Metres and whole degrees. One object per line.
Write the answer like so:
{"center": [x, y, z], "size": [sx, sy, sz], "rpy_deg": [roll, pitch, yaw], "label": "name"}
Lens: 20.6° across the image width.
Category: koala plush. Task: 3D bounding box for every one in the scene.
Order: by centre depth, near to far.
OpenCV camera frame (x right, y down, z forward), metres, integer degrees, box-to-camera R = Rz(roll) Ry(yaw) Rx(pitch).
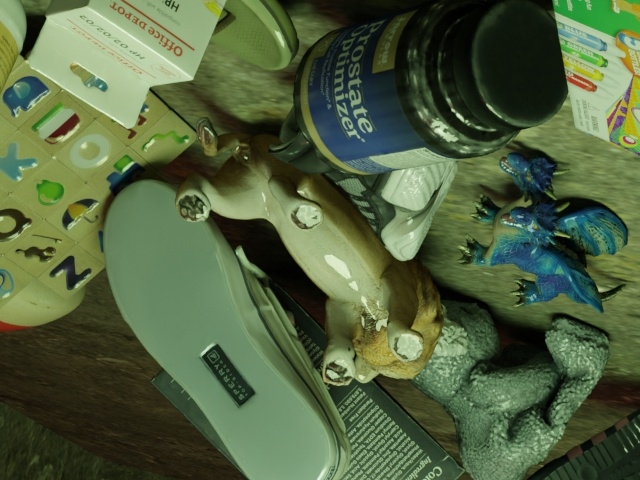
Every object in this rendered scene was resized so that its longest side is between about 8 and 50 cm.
{"center": [0.169, 0.147, 1.974], "size": [0.221, 0.203, 0.196], "rpy_deg": [35, 160, -5], "label": "koala plush"}

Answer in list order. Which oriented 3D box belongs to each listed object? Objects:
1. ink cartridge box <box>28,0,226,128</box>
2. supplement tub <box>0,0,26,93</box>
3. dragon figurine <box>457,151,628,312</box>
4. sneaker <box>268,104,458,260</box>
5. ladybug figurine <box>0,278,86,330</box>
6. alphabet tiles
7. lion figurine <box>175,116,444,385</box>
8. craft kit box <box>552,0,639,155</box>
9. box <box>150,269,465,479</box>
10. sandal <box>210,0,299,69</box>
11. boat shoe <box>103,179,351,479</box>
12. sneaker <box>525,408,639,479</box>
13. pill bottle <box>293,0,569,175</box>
{"center": [-0.127, -0.184, 1.281], "size": [0.104, 0.181, 0.061], "rpy_deg": [32, 160, -33], "label": "ink cartridge box"}
{"center": [-0.384, -0.144, 1.473], "size": [0.228, 0.316, 0.228], "rpy_deg": [19, 163, 6], "label": "supplement tub"}
{"center": [0.229, 0.014, 1.632], "size": [0.144, 0.085, 0.289], "rpy_deg": [1, 153, 48], "label": "dragon figurine"}
{"center": [0.039, -0.073, 1.587], "size": [0.153, 0.101, 0.268], "rpy_deg": [27, 166, 8], "label": "sneaker"}
{"center": [-0.433, -0.037, 1.917], "size": [0.449, 0.162, 0.305], "rpy_deg": [43, -164, -40], "label": "ladybug figurine"}
{"center": [-0.287, -0.067, 1.738], "size": [0.342, 0.285, 0.011], "rpy_deg": [42, -170, -50], "label": "alphabet tiles"}
{"center": [0.000, 0.000, 1.736], "size": [0.142, 0.240, 0.392], "rpy_deg": [-27, 111, 15], "label": "lion figurine"}
{"center": [0.270, -0.097, 1.108], "size": [0.246, 0.061, 0.250], "rpy_deg": [23, 165, 21], "label": "craft kit box"}
{"center": [-0.017, 0.204, 2.037], "size": [0.312, 0.179, 0.343], "rpy_deg": [44, 178, 1], "label": "box"}
{"center": [-0.161, -0.205, 1.418], "size": [0.303, 0.086, 0.120], "rpy_deg": [24, 163, -11], "label": "sandal"}
{"center": [-0.080, 0.096, 1.800], "size": [0.367, 0.136, 0.156], "rpy_deg": [53, -167, 15], "label": "boat shoe"}
{"center": [0.328, 0.265, 2.006], "size": [0.319, 0.112, 0.131], "rpy_deg": [-17, 172, -31], "label": "sneaker"}
{"center": [0.084, -0.119, 1.335], "size": [0.123, 0.123, 0.219], "rpy_deg": [30, 160, -27], "label": "pill bottle"}
